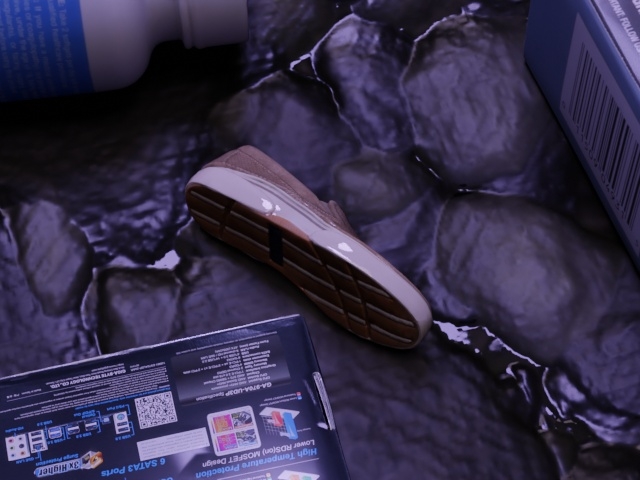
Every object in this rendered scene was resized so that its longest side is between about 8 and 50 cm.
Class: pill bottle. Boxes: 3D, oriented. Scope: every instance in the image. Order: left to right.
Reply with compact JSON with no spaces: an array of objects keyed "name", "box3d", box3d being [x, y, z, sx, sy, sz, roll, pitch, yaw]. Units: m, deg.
[{"name":"pill bottle","box3d":[-0.148,-0.128,0.828,0.221,0.124,0.124,-5,61,-3]}]

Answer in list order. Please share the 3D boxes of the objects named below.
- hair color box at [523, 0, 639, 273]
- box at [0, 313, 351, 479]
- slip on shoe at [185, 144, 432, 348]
[{"name":"hair color box","box3d":[0.307,-0.104,0.816,0.374,0.113,0.185,-18,61,-10]},{"name":"box","box3d":[-0.091,0.132,0.707,0.220,0.051,0.175,-12,51,-7]},{"name":"slip on shoe","box3d":[0.000,0.000,0.800,0.135,0.051,0.041,30,53,23]}]
